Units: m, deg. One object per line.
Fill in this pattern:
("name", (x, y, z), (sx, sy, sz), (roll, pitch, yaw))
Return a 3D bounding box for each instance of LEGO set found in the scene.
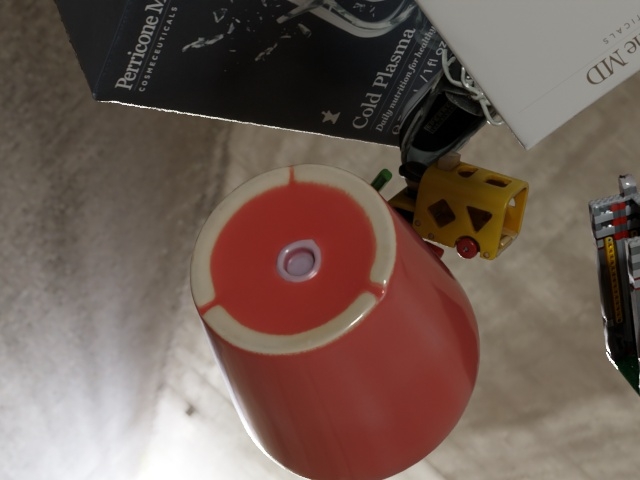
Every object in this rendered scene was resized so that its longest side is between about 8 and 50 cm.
("LEGO set", (0.361, 0.045, 1.065), (0.255, 0.192, 0.331), (-12, -154, 3))

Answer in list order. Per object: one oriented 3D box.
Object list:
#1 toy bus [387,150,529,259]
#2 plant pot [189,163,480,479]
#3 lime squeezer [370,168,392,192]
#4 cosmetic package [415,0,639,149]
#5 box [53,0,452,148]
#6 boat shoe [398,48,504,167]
("toy bus", (0.158, -0.056, 1.619), (0.191, 0.202, 0.104), (-123, -144, -57))
("plant pot", (0.006, 0.069, 1.250), (0.275, 0.275, 0.243), (-48, 150, -11))
("lime squeezer", (0.000, 0.000, 1.551), (0.310, 0.059, 0.110), (-45, 160, 32))
("cosmetic package", (0.122, -0.276, 0.982), (0.197, 0.365, 0.155), (-37, -171, 12))
("box", (-0.036, -0.413, 1.671), (0.472, 0.297, 0.480), (7, 126, -29))
("boat shoe", (0.191, -0.197, 1.609), (0.306, 0.113, 0.105), (-43, -159, 38))
